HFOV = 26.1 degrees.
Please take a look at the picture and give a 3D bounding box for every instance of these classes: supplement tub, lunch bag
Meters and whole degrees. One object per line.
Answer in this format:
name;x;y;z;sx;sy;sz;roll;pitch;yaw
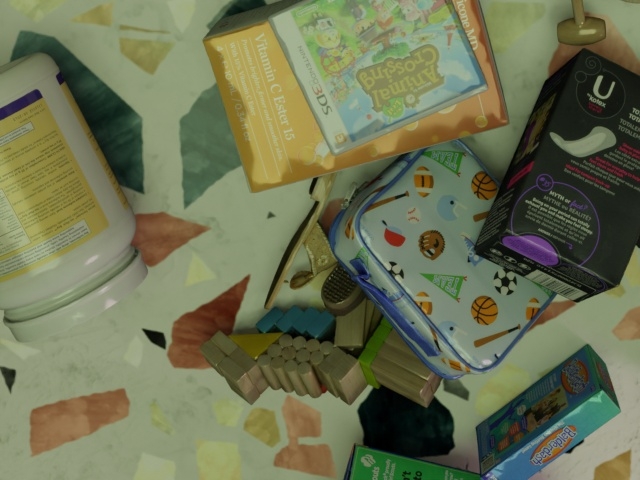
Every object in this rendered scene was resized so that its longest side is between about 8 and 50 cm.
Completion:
supplement tub;-0.394;-0.057;1.843;0.241;0.241;0.331;-23;105;11
lunch bag;0.160;0.023;1.840;0.243;0.115;0.303;-45;100;-23

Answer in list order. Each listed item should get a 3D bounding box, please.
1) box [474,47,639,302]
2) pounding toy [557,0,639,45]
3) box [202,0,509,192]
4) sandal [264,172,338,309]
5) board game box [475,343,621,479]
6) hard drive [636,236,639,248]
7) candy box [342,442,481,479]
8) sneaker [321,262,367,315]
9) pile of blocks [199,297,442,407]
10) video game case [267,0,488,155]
box;0.334;-0.080;1.772;0.165;0.143;0.270;27;75;-5
pounding toy;0.382;-0.373;1.724;0.154;0.155;0.269;4;108;8
box;0.050;-0.221;1.793;0.345;0.168;0.215;-15;106;9
sandal;0.000;0.002;1.916;0.079;0.088;0.240;21;102;-7
board game box;0.314;0.251;1.933;0.210;0.160;0.047;-40;102;16
hard drive;0.568;-0.057;1.782;0.237;0.064;0.339;34;139;-8
candy box;0.167;0.455;1.996;0.317;0.122;0.268;13;129;-1
sneaker;0.071;0.027;1.925;0.188;0.071;0.066;-44;68;-11
pile of blocks;0.017;0.165;1.971;0.362;0.148;0.112;2;150;13
video game case;0.071;-0.229;1.687;0.212;0.023;0.193;-23;105;11
